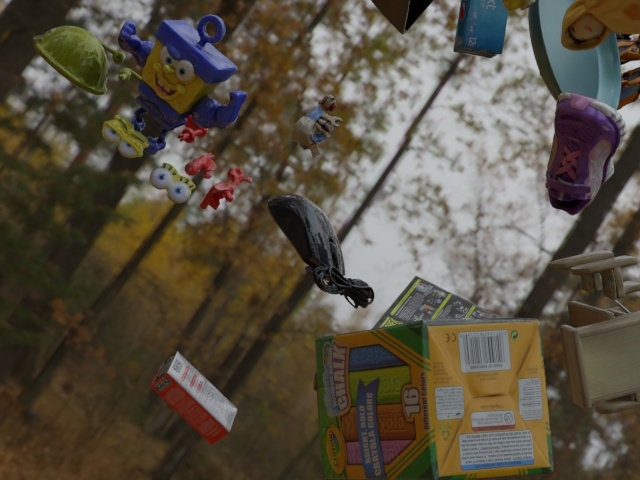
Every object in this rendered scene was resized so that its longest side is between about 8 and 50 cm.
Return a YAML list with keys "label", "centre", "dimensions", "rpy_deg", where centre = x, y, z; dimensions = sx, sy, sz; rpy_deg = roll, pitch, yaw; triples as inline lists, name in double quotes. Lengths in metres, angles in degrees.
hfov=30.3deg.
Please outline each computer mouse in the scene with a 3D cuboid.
- label: "computer mouse"
  centre: [0.000, 0.000, 2.198]
  dimensions: [0.272, 0.072, 0.188]
  rpy_deg: [53, 15, 31]

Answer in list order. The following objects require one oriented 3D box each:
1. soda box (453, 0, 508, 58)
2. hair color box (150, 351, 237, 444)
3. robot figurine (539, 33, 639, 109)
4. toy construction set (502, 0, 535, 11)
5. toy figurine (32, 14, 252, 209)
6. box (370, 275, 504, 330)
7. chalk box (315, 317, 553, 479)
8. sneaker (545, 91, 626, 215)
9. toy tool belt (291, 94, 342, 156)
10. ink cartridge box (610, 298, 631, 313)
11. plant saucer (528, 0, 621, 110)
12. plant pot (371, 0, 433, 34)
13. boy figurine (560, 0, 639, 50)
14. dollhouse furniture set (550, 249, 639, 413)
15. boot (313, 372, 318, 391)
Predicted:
- label: "soda box"
  centre: [0.281, -0.419, 1.997]
  dimensions: [0.071, 0.210, 0.067]
  rpy_deg: [9, 0, -9]
- label: "hair color box"
  centre: [-0.201, 0.252, 1.885]
  dimensions: [0.141, 0.043, 0.072]
  rpy_deg: [47, 21, -12]
- label: "robot figurine"
  centre: [0.582, -0.337, 2.276]
  dimensions: [0.085, 0.291, 0.211]
  rpy_deg: [59, 10, -62]
- label: "toy construction set"
  centre: [0.224, -0.450, 1.495]
  dimensions: [0.327, 0.151, 0.215]
  rpy_deg: [49, -2, -12]
- label: "toy figurine"
  centre: [-0.202, -0.244, 1.642]
  dimensions: [0.362, 0.217, 0.191]
  rpy_deg: [44, 31, 12]
- label: "box"
  centre: [0.215, 0.180, 2.108]
  dimensions: [0.216, 0.060, 0.270]
  rpy_deg: [25, 28, 12]
- label: "chalk box"
  centre: [0.111, 0.195, 1.417]
  dimensions: [0.180, 0.179, 0.289]
  rpy_deg: [2, -10, -32]
- label: "sneaker"
  centre: [0.346, -0.109, 1.595]
  dimensions: [0.095, 0.104, 0.236]
  rpy_deg: [27, -18, 21]
- label: "toy tool belt"
  centre: [0.003, -0.154, 1.611]
  dimensions: [0.051, 0.083, 0.052]
  rpy_deg: [42, -18, 10]
- label: "ink cartridge box"
  centre: [0.679, 0.256, 2.238]
  dimensions: [0.330, 0.071, 0.324]
  rpy_deg: [42, 6, 24]
- label: "plant saucer"
  centre: [0.451, -0.354, 2.113]
  dimensions: [0.044, 0.317, 0.317]
  rpy_deg: [-11, -39, 38]
- label: "plant pot"
  centre: [0.147, -0.514, 2.105]
  dimensions: [0.167, 0.187, 0.188]
  rpy_deg: [39, -10, 7]
- label: "boy figurine"
  centre: [0.474, -0.363, 1.815]
  dimensions: [0.177, 0.092, 0.285]
  rpy_deg: [27, -20, -34]
- label: "dollhouse furniture set"
  centre: [0.387, 0.142, 1.663]
  dimensions: [0.242, 0.161, 0.212]
  rpy_deg: [-159, -122, -78]
- label: "boot"
  centre: [0.047, 0.212, 1.611]
  dimensions: [0.114, 0.037, 0.106]
  rpy_deg: [21, -2, -15]
